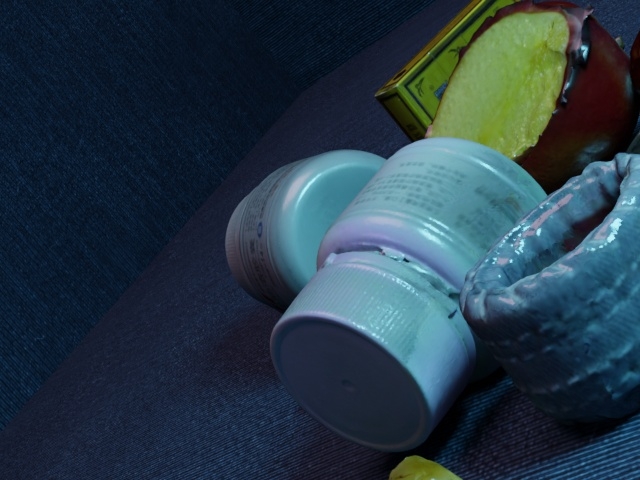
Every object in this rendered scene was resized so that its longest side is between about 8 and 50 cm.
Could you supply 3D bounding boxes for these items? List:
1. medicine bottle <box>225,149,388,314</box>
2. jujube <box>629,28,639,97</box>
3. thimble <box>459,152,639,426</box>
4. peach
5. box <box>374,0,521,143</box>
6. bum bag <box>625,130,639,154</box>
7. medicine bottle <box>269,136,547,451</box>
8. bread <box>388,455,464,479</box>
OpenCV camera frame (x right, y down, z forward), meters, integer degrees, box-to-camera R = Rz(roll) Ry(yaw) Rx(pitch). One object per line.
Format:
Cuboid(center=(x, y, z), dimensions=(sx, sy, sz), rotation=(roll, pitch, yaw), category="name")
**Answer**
Cuboid(center=(0.000, 0.000, 2.073), dimensions=(0.245, 0.245, 0.306), rotation=(-44, 12, -17), category="medicine bottle")
Cuboid(center=(0.474, -0.235, 1.663), dimensions=(0.183, 0.183, 0.243), rotation=(-44, 4, -19), category="jujube")
Cuboid(center=(0.259, 0.047, 1.319), dimensions=(0.236, 0.172, 0.205), rotation=(-48, 17, -26), category="thimble")
Cuboid(center=(0.285, -0.141, 1.865), dimensions=(0.361, 0.201, 0.257), rotation=(-56, 33, 16), category="peach")
Cuboid(center=(0.258, -0.270, 2.390), dimensions=(0.301, 0.193, 0.084), rotation=(-45, 12, -24), category="box")
Cuboid(center=(0.361, -0.091, 1.463), dimensions=(0.142, 0.079, 0.326), rotation=(-42, -11, -4), category="bum bag")
Cuboid(center=(0.106, 0.058, 1.552), dimensions=(0.241, 0.241, 0.302), rotation=(-24, 20, 51), category="medicine bottle")
Cuboid(center=(0.083, 0.256, 1.291), dimensions=(0.125, 0.082, 0.106), rotation=(-41, 6, -18), category="bread")
